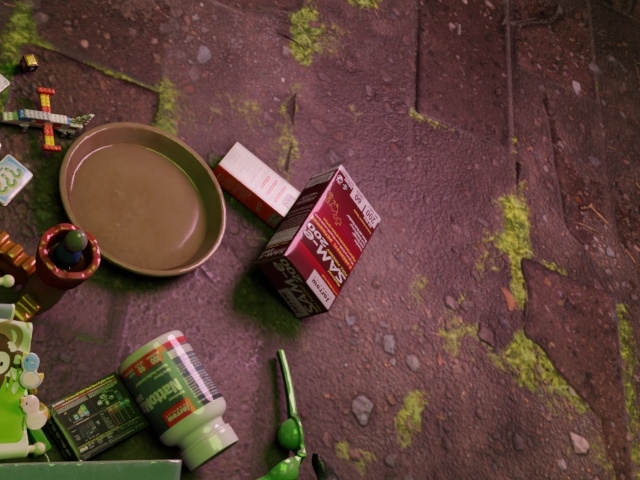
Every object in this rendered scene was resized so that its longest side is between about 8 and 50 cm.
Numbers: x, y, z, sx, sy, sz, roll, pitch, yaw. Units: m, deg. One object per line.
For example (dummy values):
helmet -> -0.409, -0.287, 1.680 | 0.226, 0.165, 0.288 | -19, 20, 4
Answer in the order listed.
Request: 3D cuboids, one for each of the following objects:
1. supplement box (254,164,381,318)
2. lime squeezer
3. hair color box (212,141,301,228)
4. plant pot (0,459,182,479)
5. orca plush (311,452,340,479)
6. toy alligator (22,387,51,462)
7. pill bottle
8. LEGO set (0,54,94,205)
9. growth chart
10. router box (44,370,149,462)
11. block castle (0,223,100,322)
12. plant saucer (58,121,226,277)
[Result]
supplement box -> 0.000, 0.000, 1.872 | 0.130, 0.073, 0.239 | 52, 45, -23
lime squeezer -> -0.072, 0.304, 1.679 | 0.110, 0.059, 0.310 | 15, 49, 13
hair color box -> -0.110, -0.094, 1.903 | 0.141, 0.043, 0.072 | 39, 47, -5
plant pot -> -0.320, 0.390, 1.329 | 0.248, 0.247, 0.252 | 5, 76, -31
orca plush -> -0.074, 0.414, 1.563 | 0.102, 0.151, 0.287 | 17, 55, 19
toy alligator -> -0.390, 0.246, 1.495 | 0.056, 0.051, 0.189 | -35, 106, -42
pill bottle -> -0.196, 0.228, 1.595 | 0.108, 0.108, 0.180 | -26, 78, -41
LEGO set -> -0.472, -0.192, 1.721 | 0.182, 0.060, 0.244 | 42, 47, -8
growth chart -> -0.412, 0.152, 1.349 | 0.172, 0.021, 0.237 | -8, 87, -39
router box -> -0.312, 0.247, 1.554 | 0.122, 0.038, 0.092 | -25, 78, -41
block castle -> -0.544, -0.029, 1.462 | 0.453, 0.213, 0.303 | 43, 48, -3
plant saucer -> -0.280, -0.061, 1.773 | 0.278, 0.041, 0.278 | 17, 54, -25
